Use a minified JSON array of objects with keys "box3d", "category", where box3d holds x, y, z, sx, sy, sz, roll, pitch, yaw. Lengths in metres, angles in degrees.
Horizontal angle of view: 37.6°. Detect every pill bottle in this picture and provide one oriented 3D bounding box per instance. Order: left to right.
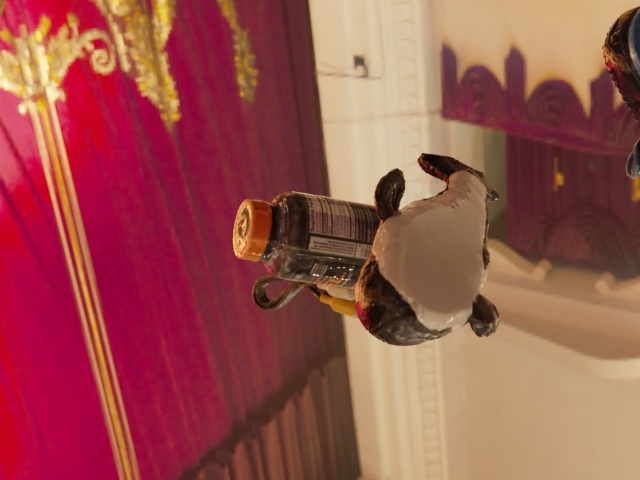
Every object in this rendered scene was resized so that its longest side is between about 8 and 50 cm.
[{"box3d":[0.000,0.000,1.368,0.246,0.130,0.130,9,-161,-22],"category":"pill bottle"}]

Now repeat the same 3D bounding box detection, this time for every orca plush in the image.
[{"box3d":[0.071,0.010,0.797,0.102,0.151,0.287,-34,-156,29],"category":"orca plush"}]

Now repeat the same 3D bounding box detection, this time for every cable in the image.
[{"box3d":[-0.024,0.068,1.659,0.287,0.139,0.072,-3,-168,35],"category":"cable"}]

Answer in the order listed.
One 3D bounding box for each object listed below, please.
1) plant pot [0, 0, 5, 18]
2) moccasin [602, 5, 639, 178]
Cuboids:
[{"box3d":[-0.448,-0.269,0.917,0.291,0.291,0.203,12,178,34],"category":"plant pot"},{"box3d":[0.376,-0.082,0.934,0.138,0.342,0.117,-49,-161,-19],"category":"moccasin"}]
